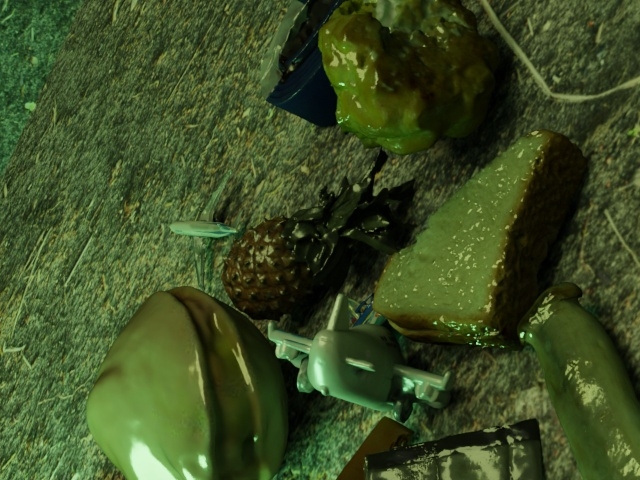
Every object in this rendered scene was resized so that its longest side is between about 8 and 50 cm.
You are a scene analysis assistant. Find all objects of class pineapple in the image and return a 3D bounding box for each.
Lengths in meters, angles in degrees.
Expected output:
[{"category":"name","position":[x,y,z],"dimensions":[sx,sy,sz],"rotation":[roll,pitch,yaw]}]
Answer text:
[{"category":"pineapple","position":[-0.002,0.002,1.904],"dimensions":[0.364,0.165,0.166],"rotation":[-31,47,41]}]

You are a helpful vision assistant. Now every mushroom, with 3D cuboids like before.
[{"category":"mushroom","position":[0.307,0.180,1.402],"dimensions":[0.100,0.081,0.312],"rotation":[-58,35,37]}]

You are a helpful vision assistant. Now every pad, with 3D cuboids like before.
[{"category":"pad","position":[0.160,0.316,1.510],"dimensions":[0.233,0.022,0.174],"rotation":[-16,54,22]}]

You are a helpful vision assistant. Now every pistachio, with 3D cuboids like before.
[{"category":"pistachio","position":[-0.202,0.253,1.931],"dimensions":[0.445,0.281,0.366],"rotation":[1,99,64]}]

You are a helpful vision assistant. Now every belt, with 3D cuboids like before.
[{"category":"belt","position":[0.037,-0.357,2.092],"dimensions":[0.347,0.117,0.212],"rotation":[-52,37,23]}]

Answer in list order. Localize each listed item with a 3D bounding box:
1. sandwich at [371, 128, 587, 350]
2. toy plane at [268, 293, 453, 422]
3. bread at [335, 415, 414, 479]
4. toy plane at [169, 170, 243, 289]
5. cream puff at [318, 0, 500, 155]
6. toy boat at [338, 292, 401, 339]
[{"category":"sandwich","position":[0.200,0.001,1.629],"dimensions":[0.254,0.099,0.289],"rotation":[2,67,60]},{"category":"toy plane","position":[0.049,0.160,1.650],"dimensions":[0.266,0.266,0.123],"rotation":[2,69,57]},{"category":"bread","position":[0.059,0.328,1.619],"dimensions":[0.088,0.049,0.226],"rotation":[20,49,28]},{"category":"toy plane","position":[-0.213,-0.021,2.320],"dimensions":[0.226,0.058,0.226],"rotation":[0,75,60]},{"category":"cream puff","position":[0.114,-0.237,1.784],"dimensions":[0.185,0.281,0.282],"rotation":[119,156,-57]},{"category":"toy boat","position":[0.058,0.116,1.801],"dimensions":[0.175,0.091,0.110],"rotation":[-56,52,29]}]
